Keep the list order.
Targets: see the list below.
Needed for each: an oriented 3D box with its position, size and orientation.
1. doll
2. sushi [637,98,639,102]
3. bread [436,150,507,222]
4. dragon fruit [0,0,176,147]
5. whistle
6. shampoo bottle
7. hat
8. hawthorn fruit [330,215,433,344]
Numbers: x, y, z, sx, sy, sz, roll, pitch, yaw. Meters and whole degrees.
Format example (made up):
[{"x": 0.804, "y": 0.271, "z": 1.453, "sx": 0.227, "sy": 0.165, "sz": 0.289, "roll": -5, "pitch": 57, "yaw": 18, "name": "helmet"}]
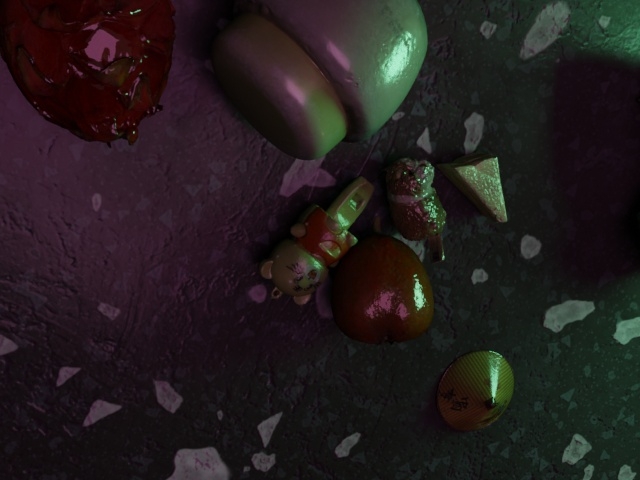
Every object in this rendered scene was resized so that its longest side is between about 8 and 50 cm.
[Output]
[{"x": 0.190, "y": -0.062, "z": 1.791, "sx": 0.115, "sy": 0.105, "sz": 0.221, "roll": -15, "pitch": 116, "yaw": 24, "name": "doll"}, {"x": 0.711, "y": -0.272, "z": 1.950, "sx": 0.047, "sy": 0.050, "sz": 0.099, "roll": -43, "pitch": 105, "yaw": 4, "name": "sushi"}, {"x": 0.302, "y": -0.096, "z": 1.836, "sx": 0.105, "sy": 0.077, "sz": 0.152, "roll": -19, "pitch": 108, "yaw": -18, "name": "bread"}, {"x": -0.357, "y": -0.323, "z": 1.429, "sx": 0.277, "sy": 0.277, "sz": 0.343, "roll": 6, "pitch": 108, "yaw": -21, "name": "dragon fruit"}, {"x": 0.000, "y": 0.000, "z": 1.741, "sx": 0.288, "sy": 0.106, "sz": 0.131, "roll": -49, "pitch": 122, "yaw": 0, "name": "whistle"}, {"x": 0.003, "y": -0.318, "z": 1.528, "sx": 0.317, "sy": 0.322, "sz": 0.322, "roll": -46, "pitch": 115, "yaw": -10, "name": "shampoo bottle"}, {"x": 0.351, "y": 0.339, "z": 1.985, "sx": 0.193, "sy": 0.082, "sz": 0.193, "roll": -6, "pitch": 108, "yaw": -17, "name": "hat"}, {"x": 0.119, "y": 0.078, "z": 1.774, "sx": 0.199, "sy": 0.199, "sz": 0.251, "roll": -3, "pitch": 93, "yaw": -19, "name": "hawthorn fruit"}]
